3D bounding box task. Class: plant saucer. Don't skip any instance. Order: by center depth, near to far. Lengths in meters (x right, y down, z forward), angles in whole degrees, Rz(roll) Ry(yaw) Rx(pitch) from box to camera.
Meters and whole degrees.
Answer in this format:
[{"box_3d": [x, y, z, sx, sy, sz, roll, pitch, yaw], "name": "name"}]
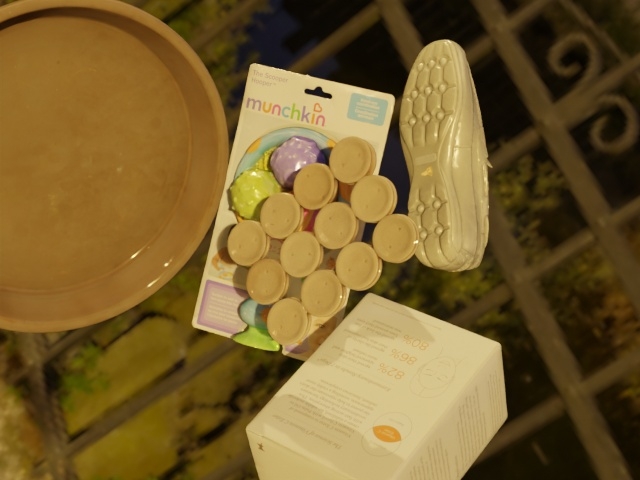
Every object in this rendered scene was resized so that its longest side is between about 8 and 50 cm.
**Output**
[{"box_3d": [-0.206, -0.060, 1.092, 0.278, 0.278, 0.041, 39, 1, -34], "name": "plant saucer"}]

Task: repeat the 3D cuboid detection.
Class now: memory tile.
[{"box_3d": [0.000, 0.000, 1.069, 0.012, 0.148, 0.113, 13, 43, -59], "name": "memory tile"}]

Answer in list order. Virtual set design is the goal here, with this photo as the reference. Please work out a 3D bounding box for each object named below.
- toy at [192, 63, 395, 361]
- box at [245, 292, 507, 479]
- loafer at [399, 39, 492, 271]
[{"box_3d": [-0.032, -0.021, 1.172, 0.137, 0.237, 0.056, 15, 10, 19], "name": "toy"}, {"box_3d": [0.048, 0.143, 1.089, 0.170, 0.130, 0.091, -45, 141, -33], "name": "box"}, {"box_3d": [0.178, -0.115, 1.910, 0.111, 0.112, 0.319, 11, 78, -48], "name": "loafer"}]
